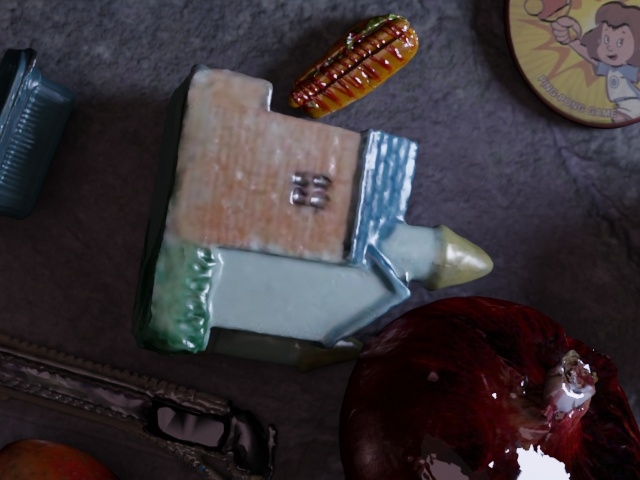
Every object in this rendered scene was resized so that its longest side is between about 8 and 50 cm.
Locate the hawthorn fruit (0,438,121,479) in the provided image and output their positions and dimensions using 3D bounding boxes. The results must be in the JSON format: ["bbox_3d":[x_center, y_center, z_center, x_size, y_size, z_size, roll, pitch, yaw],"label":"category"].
[{"bbox_3d":[-0.280,0.274,1.917,0.200,0.179,0.179,27,91,18],"label":"hawthorn fruit"}]

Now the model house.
[{"bbox_3d":[0.000,0.000,1.913,0.325,0.194,0.267,10,86,-8],"label":"model house"}]

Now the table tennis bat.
[{"bbox_3d":[0.280,-0.263,1.949,0.200,0.038,0.310,1,92,5],"label":"table tennis bat"}]

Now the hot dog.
[{"bbox_3d":[0.030,-0.171,1.965,0.144,0.038,0.062,-34,86,4],"label":"hot dog"}]

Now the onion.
[{"bbox_3d":[0.167,0.191,1.812,0.314,0.232,0.314,14,60,-26],"label":"onion"}]

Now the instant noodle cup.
[{"bbox_3d":[-0.300,-0.097,1.949,0.070,0.157,0.179,20,90,-18],"label":"instant noodle cup"}]

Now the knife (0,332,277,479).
[{"bbox_3d":[-0.217,0.162,1.976,0.365,0.043,0.089,18,89,6],"label":"knife"}]
